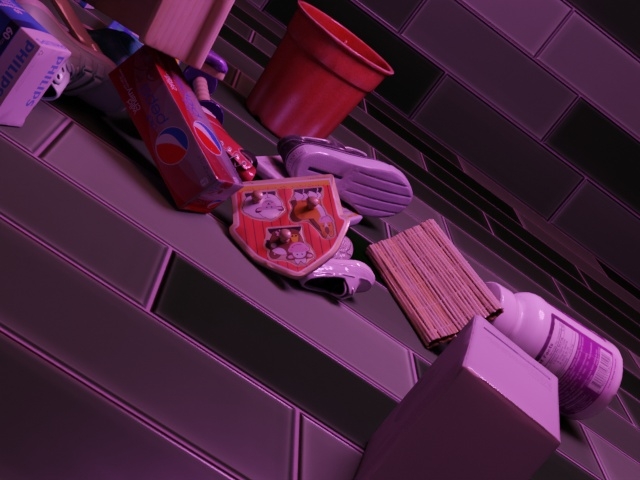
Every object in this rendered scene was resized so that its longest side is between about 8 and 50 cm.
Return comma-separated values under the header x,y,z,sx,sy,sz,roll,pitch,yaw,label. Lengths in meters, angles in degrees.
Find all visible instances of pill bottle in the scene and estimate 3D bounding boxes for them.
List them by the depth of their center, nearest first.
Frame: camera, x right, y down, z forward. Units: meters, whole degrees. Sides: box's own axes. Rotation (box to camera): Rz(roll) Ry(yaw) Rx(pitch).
x,y,z,sx,sy,sz,roll,pitch,yaw,label
0.399,0.199,1.980,0.301,0.169,0.169,32,17,-22,pill bottle

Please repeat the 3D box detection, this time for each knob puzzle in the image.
x,y,z,sx,sy,sz,roll,pitch,yaw,label
-0.047,-0.026,1.680,0.213,0.030,0.213,3,54,-4,knob puzzle

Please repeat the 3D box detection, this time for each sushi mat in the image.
x,y,z,sx,sy,sz,roll,pitch,yaw,label
0.203,0.072,1.970,0.316,0.151,0.019,-121,-172,-53,sushi mat

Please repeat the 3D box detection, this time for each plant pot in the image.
x,y,z,sx,sy,sz,roll,pitch,yaw,label
-0.018,-0.363,2.465,0.272,0.265,0.272,34,17,-12,plant pot

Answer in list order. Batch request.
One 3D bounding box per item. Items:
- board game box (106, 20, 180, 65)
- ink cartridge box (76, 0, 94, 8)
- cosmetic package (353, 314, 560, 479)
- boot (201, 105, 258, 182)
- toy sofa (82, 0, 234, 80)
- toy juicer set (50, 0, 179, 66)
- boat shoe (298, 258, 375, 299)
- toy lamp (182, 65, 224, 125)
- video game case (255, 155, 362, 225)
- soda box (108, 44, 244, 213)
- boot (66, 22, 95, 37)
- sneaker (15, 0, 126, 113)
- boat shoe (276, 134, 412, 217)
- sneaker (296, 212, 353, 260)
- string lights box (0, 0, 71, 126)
x,y,z,sx,sy,sz,roll,pitch,yaw,label
-0.363,-0.387,2.176,0.160,0.047,0.210,34,17,-13,board game box
-0.515,-0.529,2.274,0.083,0.028,0.048,39,15,4,ink cartridge box
0.157,0.234,1.243,0.138,0.224,0.224,39,16,4,cosmetic package
-0.199,-0.166,1.854,0.176,0.088,0.244,44,13,17,boot
-0.269,-0.408,1.781,0.177,0.150,0.362,20,11,-41,toy sofa
-0.354,-0.291,1.891,0.329,0.089,0.209,18,42,-59,toy juicer set
0.027,0.065,1.743,0.184,0.066,0.063,24,35,-48,boat shoe
-0.239,-0.292,2.134,0.080,0.080,0.275,32,19,-21,toy lamp
-0.027,-0.097,2.142,0.206,0.026,0.227,41,15,10,video game case
-0.227,-0.174,1.680,0.263,0.083,0.092,60,19,17,soda box
-0.443,-0.368,1.961,0.118,0.042,0.087,45,19,24,boot
-0.396,-0.243,1.662,0.256,0.094,0.151,42,32,-43,sneaker
0.055,-0.147,2.189,0.335,0.121,0.119,22,26,-42,boat shoe
0.000,0.000,1.801,0.088,0.093,0.225,45,16,22,sneaker
-0.482,-0.289,1.480,0.259,0.133,0.077,42,14,15,string lights box
